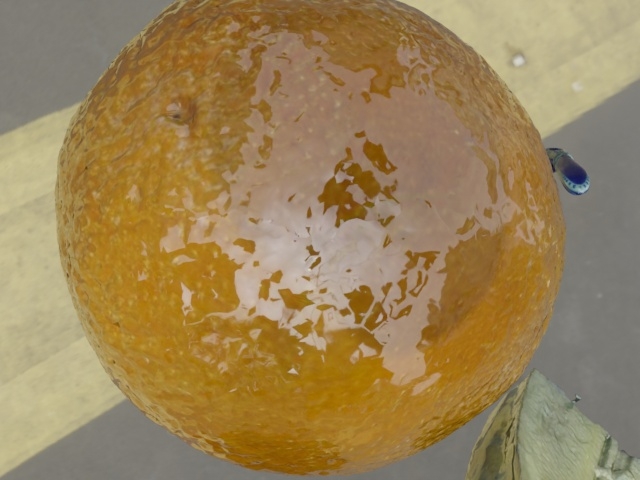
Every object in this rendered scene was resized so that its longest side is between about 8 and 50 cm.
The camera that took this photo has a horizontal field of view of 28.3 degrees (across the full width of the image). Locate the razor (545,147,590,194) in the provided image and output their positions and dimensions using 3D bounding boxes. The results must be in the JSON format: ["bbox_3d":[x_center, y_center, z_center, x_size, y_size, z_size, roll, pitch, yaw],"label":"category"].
[{"bbox_3d":[0.196,-0.060,1.041,0.044,0.154,0.028,-2,100,0],"label":"razor"}]

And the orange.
[{"bbox_3d":[0.000,0.000,0.852,0.357,0.322,0.322,39,54,-47],"label":"orange"}]

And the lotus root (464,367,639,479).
[{"bbox_3d":[0.253,0.314,1.292,0.267,0.149,0.260,41,32,-2],"label":"lotus root"}]
